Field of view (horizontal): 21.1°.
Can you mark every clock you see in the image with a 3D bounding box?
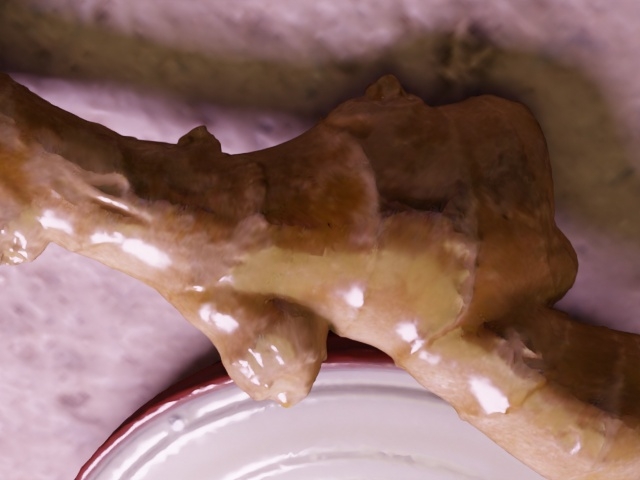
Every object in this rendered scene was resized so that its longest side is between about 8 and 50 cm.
[{"bbox_3d":[0.025,0.181,0.807,0.318,0.080,0.319,3,120,5],"label":"clock"}]

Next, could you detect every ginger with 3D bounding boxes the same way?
[{"bbox_3d":[0.000,0.000,0.688,0.333,0.081,0.148,14,95,-2],"label":"ginger"}]
